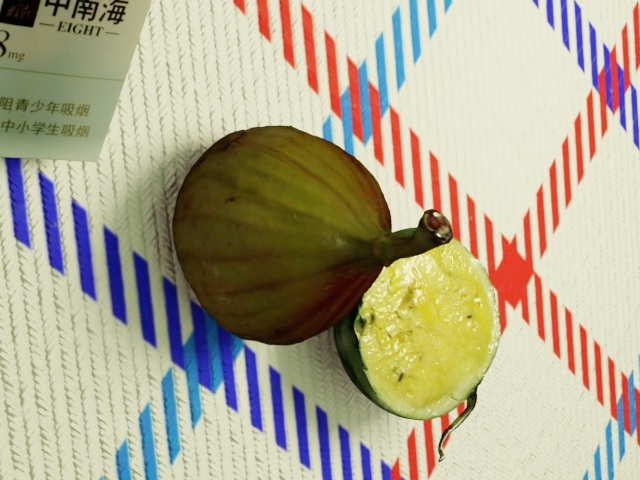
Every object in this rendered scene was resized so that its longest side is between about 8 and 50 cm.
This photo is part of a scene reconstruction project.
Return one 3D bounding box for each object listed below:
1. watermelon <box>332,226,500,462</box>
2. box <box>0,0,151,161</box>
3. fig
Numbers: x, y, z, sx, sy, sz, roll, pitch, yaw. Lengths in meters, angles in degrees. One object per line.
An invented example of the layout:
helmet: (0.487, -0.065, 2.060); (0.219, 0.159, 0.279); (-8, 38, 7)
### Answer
watermelon: (0.094, 0.093, 1.208); (0.232, 0.127, 0.204); (50, 62, -31)
box: (-0.227, -0.184, 0.896); (0.155, 0.067, 0.242); (0, 126, -41)
fig: (0.000, 0.000, 1.003); (0.217, 0.321, 0.216); (-3, 96, -34)
